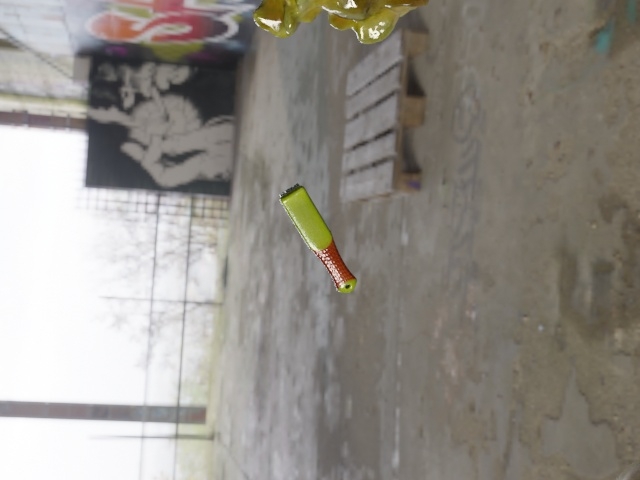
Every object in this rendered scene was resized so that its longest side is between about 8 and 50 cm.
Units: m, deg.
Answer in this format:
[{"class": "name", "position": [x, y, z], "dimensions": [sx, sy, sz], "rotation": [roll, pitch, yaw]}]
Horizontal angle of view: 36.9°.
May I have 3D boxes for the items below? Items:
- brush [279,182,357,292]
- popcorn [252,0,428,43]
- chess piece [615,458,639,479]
[{"class": "brush", "position": [0.000, 0.000, 0.645], "dimensions": [0.083, 0.019, 0.021], "rotation": [58, 179, -19]}, {"class": "popcorn", "position": [0.020, -0.279, 0.905], "dimensions": [0.167, 0.185, 0.187], "rotation": [35, 141, 49]}, {"class": "chess piece", "position": [0.331, 0.206, 0.600], "dimensions": [0.167, 0.300, 0.167], "rotation": [-12, -75, -56]}]
